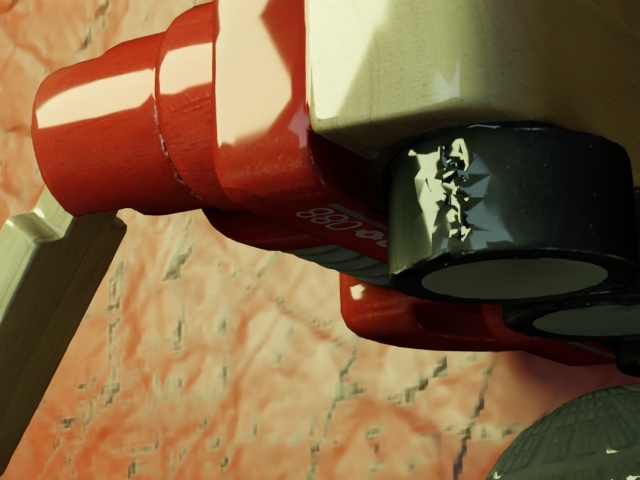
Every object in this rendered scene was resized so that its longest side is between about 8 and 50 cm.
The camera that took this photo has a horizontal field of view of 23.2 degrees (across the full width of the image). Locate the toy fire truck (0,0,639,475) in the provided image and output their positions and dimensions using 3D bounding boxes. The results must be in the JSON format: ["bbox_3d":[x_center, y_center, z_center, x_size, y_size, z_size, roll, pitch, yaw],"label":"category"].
[{"bbox_3d":[0.000,0.000,0.467,0.246,0.217,0.159,-9,74,31],"label":"toy fire truck"}]

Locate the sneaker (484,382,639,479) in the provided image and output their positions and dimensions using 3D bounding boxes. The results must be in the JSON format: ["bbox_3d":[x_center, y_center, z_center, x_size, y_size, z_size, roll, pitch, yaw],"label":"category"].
[{"bbox_3d":[0.117,0.182,0.403,0.111,0.121,0.300,-23,68,22],"label":"sneaker"}]
